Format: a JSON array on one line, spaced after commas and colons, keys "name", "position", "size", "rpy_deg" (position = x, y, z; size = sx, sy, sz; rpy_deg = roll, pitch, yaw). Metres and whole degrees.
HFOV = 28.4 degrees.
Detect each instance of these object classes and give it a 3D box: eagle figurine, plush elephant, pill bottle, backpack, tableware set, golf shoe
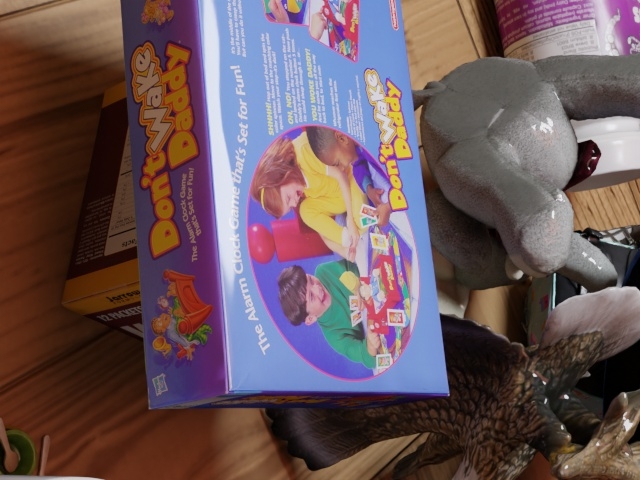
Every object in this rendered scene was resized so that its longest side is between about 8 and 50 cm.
[{"name": "eagle figurine", "position": [0.128, 0.147, 1.046], "size": [0.225, 0.298, 0.226], "rpy_deg": [-31, 118, -30]}, {"name": "plush elephant", "position": [0.190, -0.035, 1.242], "size": [0.272, 0.330, 0.255], "rpy_deg": [-50, 137, -26]}, {"name": "pill bottle", "position": [0.301, -0.215, 1.482], "size": [0.169, 0.169, 0.301], "rpy_deg": [-2, 80, -50]}, {"name": "backpack", "position": [0.305, 0.103, 1.385], "size": [0.166, 0.144, 0.188], "rpy_deg": [13, 60, -10]}, {"name": "tableware set", "position": [-0.239, 0.166, 0.845], "size": [0.154, 0.024, 0.104], "rpy_deg": [23, 62, -44]}, {"name": "golf shoe", "position": [0.373, 0.015, 1.553], "size": [0.198, 0.094, 0.077], "rpy_deg": [-23, 97, -49]}]

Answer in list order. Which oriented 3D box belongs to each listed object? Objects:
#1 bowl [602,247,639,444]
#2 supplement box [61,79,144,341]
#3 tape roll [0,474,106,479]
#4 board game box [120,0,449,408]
[{"name": "bowl", "position": [0.335, 0.168, 1.119], "size": [0.077, 0.391, 0.391], "rpy_deg": [3, 71, -4]}, {"name": "supplement box", "position": [-0.076, -0.014, 1.009], "size": [0.191, 0.129, 0.194], "rpy_deg": [31, 56, -40]}, {"name": "tape roll", "position": [-0.196, 0.259, 0.738], "size": [0.246, 0.169, 0.246], "rpy_deg": [10, 76, -45]}, {"name": "board game box", "position": [-0.025, -0.055, 0.918], "size": [0.233, 0.078, 0.347], "rpy_deg": [9, 71, -48]}]
